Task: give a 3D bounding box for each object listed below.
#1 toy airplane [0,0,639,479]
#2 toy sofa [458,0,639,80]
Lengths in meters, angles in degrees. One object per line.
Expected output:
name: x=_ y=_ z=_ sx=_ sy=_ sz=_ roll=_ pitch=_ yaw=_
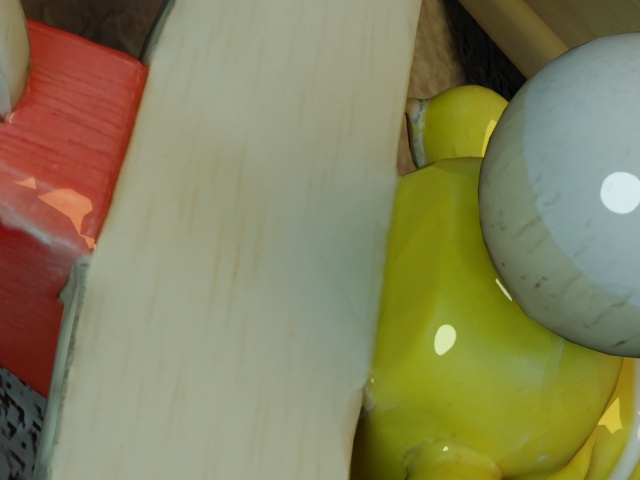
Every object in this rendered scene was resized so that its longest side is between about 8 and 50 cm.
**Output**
toy airplane: x=0.000 y=0.000 z=0.456 sx=0.384 sy=0.272 sz=0.386 roll=-16 pitch=85 yaw=-53
toy sofa: x=0.230 y=-0.081 z=0.955 sx=0.363 sy=0.177 sz=0.150 roll=18 pitch=31 yaw=-47
